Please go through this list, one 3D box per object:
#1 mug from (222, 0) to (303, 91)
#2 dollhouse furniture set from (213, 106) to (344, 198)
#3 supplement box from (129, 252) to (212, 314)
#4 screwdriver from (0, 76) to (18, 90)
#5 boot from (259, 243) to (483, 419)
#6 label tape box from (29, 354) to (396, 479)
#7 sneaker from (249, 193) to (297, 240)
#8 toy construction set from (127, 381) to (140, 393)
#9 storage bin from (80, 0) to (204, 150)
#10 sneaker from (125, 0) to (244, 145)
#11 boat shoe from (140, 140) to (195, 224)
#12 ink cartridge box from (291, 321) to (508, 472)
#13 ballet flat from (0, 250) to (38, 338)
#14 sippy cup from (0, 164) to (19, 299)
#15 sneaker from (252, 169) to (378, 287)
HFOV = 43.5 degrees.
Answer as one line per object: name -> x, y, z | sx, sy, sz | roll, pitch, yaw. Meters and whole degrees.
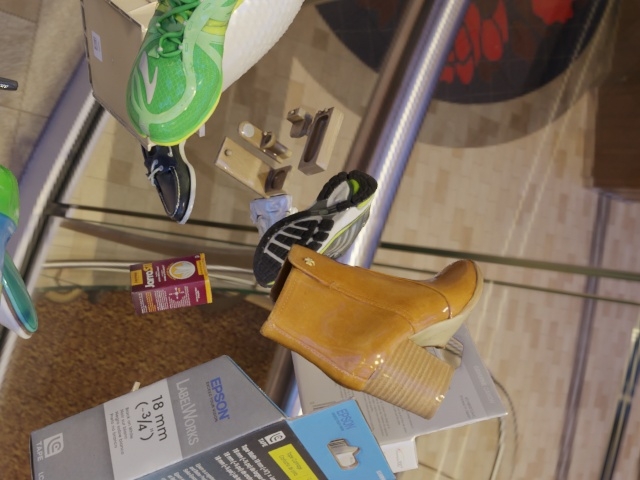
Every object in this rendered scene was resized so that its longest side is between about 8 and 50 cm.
mug -> -0.209, -0.547, 1.661 | 0.328, 0.276, 0.374 | -45, 131, -18
dollhouse furniture set -> -0.070, -0.172, 1.365 | 0.123, 0.151, 0.144 | 32, 64, -33
supplement box -> -0.369, 0.106, 1.977 | 0.188, 0.104, 0.081 | -9, 132, -10
screwdriver -> -0.633, -0.294, 1.444 | 0.169, 0.025, 0.024 | 8, 52, -29
boot -> 0.061, 0.056, 0.899 | 0.104, 0.211, 0.295 | -60, 178, 32
label tape box -> -0.107, 0.240, 0.892 | 0.333, 0.106, 0.241 | -22, 142, 1
sneaker -> -0.098, -0.023, 1.775 | 0.110, 0.292, 0.118 | -12, 84, 1
toy construction set -> -0.308, 0.372, 1.813 | 0.309, 0.257, 0.237 | 31, 73, -50
storage bin -> -0.337, -0.350, 1.498 | 0.123, 0.260, 0.262 | -26, 142, -31
sneaker -> -0.140, -0.248, 0.859 | 0.123, 0.109, 0.296 | 44, 66, -80
boat shoe -> -0.338, -0.160, 1.729 | 0.091, 0.303, 0.114 | 13, 129, -33
ink cartridge box -> 0.097, 0.196, 1.150 | 0.261, 0.296, 0.066 | -12, 123, -2
ballet flat -> -0.682, 0.021, 1.565 | 0.139, 0.139, 0.400 | -30, 112, -35
sippy cup -> -0.312, 0.070, 0.513 | 0.305, 0.240, 0.224 | 34, 50, -77
sneaker -> 0.000, 0.000, 1.453 | 0.300, 0.111, 0.121 | -39, 143, -29
